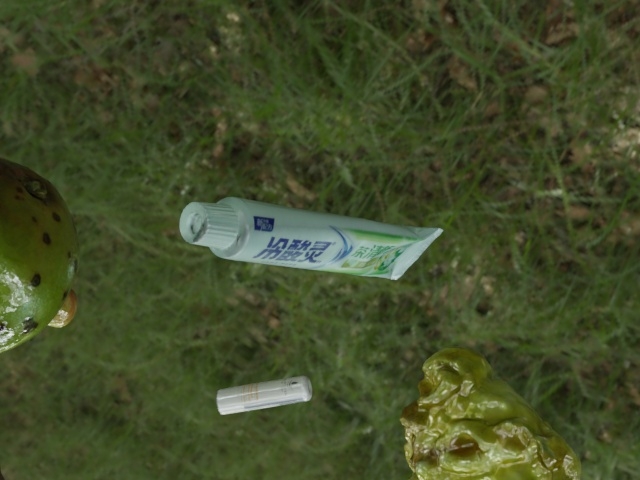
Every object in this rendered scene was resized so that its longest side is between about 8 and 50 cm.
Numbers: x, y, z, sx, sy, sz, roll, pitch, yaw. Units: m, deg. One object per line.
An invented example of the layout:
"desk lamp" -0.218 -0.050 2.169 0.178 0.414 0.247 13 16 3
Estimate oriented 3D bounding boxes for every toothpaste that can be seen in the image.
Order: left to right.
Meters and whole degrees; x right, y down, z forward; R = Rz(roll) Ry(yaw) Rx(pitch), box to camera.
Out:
"toothpaste" 0.000 0.000 0.863 0.075 0.296 0.048 -48 58 25

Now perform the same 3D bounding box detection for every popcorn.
"popcorn" 0.221 0.310 1.463 0.286 0.225 0.174 45 179 22

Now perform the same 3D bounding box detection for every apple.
"apple" -0.447 0.106 1.690 0.083 0.071 0.084 22 175 2

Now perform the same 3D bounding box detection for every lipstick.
"lipstick" -0.083 0.229 1.501 0.141 0.040 0.040 -11 134 12

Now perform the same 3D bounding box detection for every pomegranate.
"pomegranate" -0.400 0.021 1.074 0.285 0.231 0.231 -18 130 11

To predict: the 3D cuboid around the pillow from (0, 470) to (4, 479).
"pillow" -0.423 0.283 0.916 0.108 0.307 0.306 156 97 -78
